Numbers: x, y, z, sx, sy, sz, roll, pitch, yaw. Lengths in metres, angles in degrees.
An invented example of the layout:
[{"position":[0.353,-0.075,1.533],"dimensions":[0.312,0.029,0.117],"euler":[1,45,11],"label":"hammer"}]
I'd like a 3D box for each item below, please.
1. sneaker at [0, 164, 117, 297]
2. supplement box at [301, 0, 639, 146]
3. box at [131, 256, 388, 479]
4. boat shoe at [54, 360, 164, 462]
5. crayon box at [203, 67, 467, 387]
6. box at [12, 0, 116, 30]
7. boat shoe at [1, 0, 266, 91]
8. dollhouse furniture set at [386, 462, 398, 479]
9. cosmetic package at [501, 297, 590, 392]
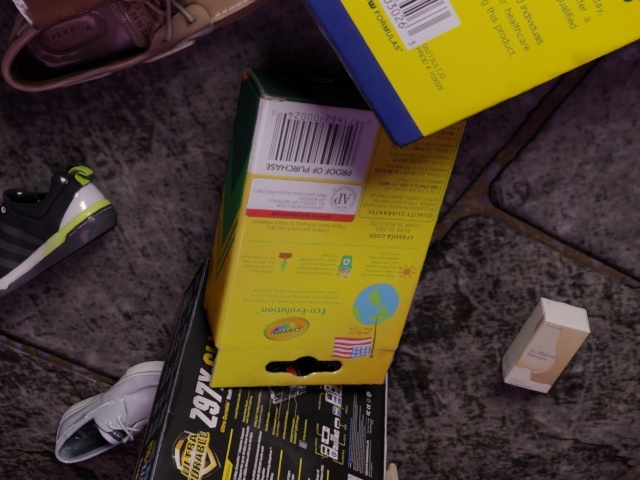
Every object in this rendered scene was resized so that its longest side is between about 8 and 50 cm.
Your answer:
[{"position":[-0.324,-0.012,0.989],"dimensions":[0.235,0.084,0.097],"euler":[-29,98,24],"label":"sneaker"},{"position":[0.168,-0.257,0.652],"dimensions":[0.357,0.194,0.195],"euler":[-23,124,22],"label":"supplement box"},{"position":[-0.052,0.196,0.964],"dimensions":[0.257,0.322,0.079],"euler":[25,128,-16],"label":"box"},{"position":[-0.263,0.235,1.168],"dimensions":[0.227,0.081,0.079],"euler":[-30,121,26],"label":"boat shoe"},{"position":[0.000,0.000,0.882],"dimensions":[0.202,0.081,0.318],"euler":[3,119,-20],"label":"crayon box"},{"position":[-0.156,-0.290,0.646],"dimensions":[0.167,0.203,0.168],"euler":[-16,126,17],"label":"box"},{"position":[-0.147,-0.208,0.781],"dimensions":[0.302,0.098,0.109],"euler":[-17,126,18],"label":"boat shoe"},{"position":[0.026,0.437,1.276],"dimensions":[0.262,0.135,0.259],"euler":[16,129,-8],"label":"dollhouse furniture set"},{"position":[0.267,0.127,1.061],"dimensions":[0.060,0.041,0.115],"euler":[14,129,-7],"label":"cosmetic package"}]
